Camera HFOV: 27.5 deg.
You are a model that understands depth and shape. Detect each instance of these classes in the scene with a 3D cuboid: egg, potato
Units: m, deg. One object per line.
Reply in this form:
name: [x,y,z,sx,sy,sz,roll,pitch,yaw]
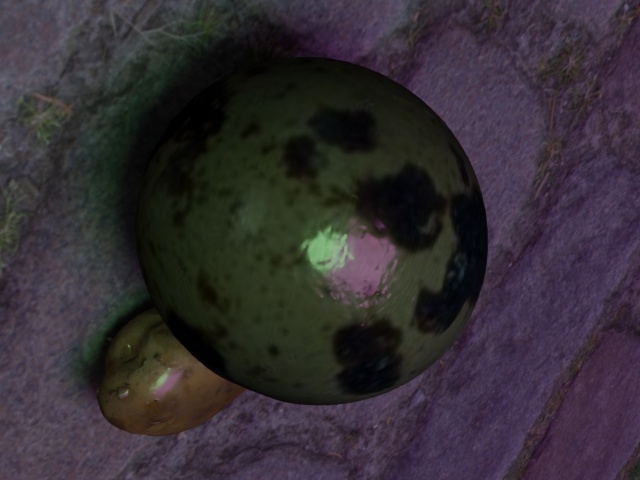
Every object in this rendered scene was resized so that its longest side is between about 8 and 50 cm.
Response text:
egg: [0.000,0.000,1.333,0.345,0.345,0.428,-50,151,-5]
potato: [-0.153,0.134,1.460,0.235,0.128,0.161,-30,151,-33]
